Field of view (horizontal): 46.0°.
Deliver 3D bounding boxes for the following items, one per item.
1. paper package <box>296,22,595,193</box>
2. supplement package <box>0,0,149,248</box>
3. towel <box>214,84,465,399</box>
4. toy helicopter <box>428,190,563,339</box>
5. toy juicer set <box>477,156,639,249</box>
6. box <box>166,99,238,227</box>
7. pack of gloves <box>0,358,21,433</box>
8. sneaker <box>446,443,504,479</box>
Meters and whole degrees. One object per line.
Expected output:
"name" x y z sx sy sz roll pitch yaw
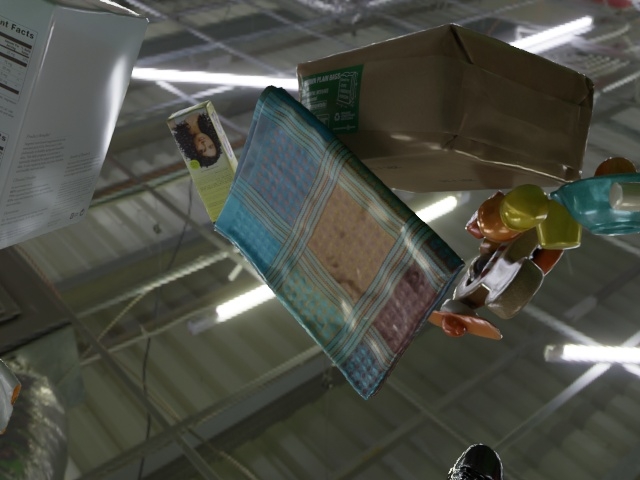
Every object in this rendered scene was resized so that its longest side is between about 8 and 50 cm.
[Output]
"paper package" 0.165 -0.173 1.094 0.309 0.168 0.324 7 177 -38
"supplement package" -0.352 -0.160 0.820 0.198 0.263 0.199 25 -164 7
"towel" 0.000 0.000 1.014 0.040 0.271 0.370 -17 -126 -42
"toy helicopter" 0.249 0.061 1.100 0.140 0.235 0.355 41 -172 2
"toy juicer set" 0.319 -0.057 0.872 0.209 0.090 0.329 4 170 -27
"box" -0.209 -0.146 1.463 0.087 0.232 0.058 -19 -158 10
"pack of gloves" -0.543 0.246 1.133 0.046 0.195 0.232 16 -171 -46
"sneaker" 0.233 0.401 1.140 0.101 0.106 0.267 16 -144 14
